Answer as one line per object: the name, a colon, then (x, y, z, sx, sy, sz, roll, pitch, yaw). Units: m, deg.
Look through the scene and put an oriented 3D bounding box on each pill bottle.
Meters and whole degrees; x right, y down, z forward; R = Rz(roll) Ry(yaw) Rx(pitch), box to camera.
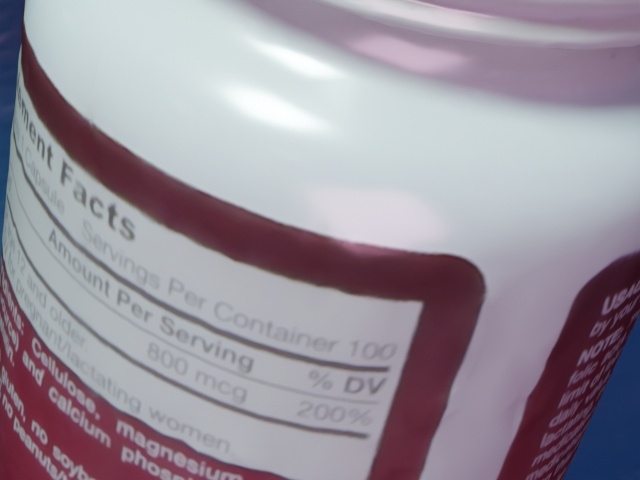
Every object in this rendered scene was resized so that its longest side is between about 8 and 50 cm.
pill bottle: (0.000, 0.000, 0.471, 0.224, 0.224, 0.392, 7, 126, -12)
